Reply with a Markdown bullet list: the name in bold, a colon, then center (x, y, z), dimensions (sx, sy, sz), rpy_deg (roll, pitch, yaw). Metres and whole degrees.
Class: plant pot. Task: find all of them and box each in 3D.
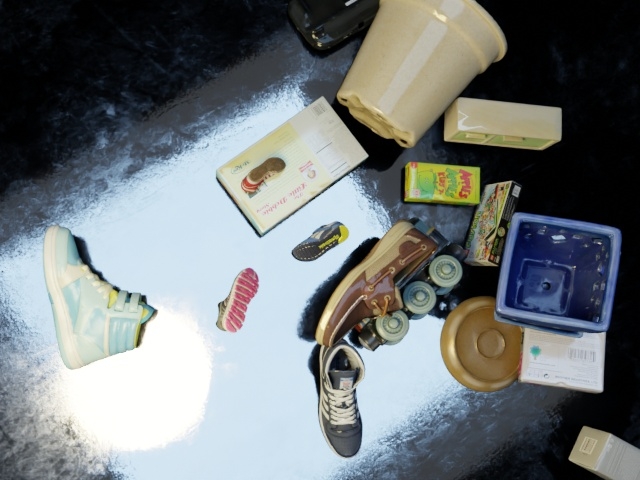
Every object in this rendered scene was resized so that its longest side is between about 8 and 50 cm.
- **plant pot**: center (0.519, 0.091, 1.502), dimensions (0.236, 0.212, 0.236), rpy_deg (11, 74, 11)
- **plant pot**: center (0.211, -0.401, 1.561), dimensions (0.334, 0.334, 0.305), rpy_deg (33, 90, -4)
- **plant pot**: center (0.412, 0.254, 1.634), dimensions (0.236, 0.032, 0.236), rpy_deg (1, 82, -9)

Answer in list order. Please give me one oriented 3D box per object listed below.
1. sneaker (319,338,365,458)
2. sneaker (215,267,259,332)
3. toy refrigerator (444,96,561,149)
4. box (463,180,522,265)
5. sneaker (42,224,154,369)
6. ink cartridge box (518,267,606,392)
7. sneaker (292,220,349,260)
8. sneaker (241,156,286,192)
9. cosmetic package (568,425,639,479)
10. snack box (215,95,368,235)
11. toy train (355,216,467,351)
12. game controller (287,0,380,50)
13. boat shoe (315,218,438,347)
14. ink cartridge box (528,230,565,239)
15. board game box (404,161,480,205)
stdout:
- **sneaker**: center (0.051, 0.359, 1.502), dimensions (0.099, 0.153, 0.282), rpy_deg (-5, 84, -9)
- **sneaker**: center (-0.198, 0.139, 1.538), dimensions (0.063, 0.075, 0.170), rpy_deg (35, 56, -29)
- **toy refrigerator**: center (0.456, -0.287, 1.673), dimensions (0.270, 0.102, 0.094), rpy_deg (5, 82, -9)
- **box**: center (0.416, -0.039, 1.628), dimensions (0.036, 0.114, 0.207), rpy_deg (23, 79, -21)
- **sneaker**: center (-0.483, 0.110, 1.468), dimensions (0.208, 0.127, 0.319), rpy_deg (-11, 94, -8)
- **ink cartridge box**: center (0.585, 0.198, 1.602), dimensions (0.186, 0.065, 0.311), rpy_deg (7, 76, 9)
- **sneaker**: center (0.000, 0.000, 1.595), dimensions (0.144, 0.059, 0.053), rpy_deg (-26, 119, 4)
- **sneaker**: center (-0.135, -0.150, 1.538), dimensions (0.118, 0.067, 0.042), rpy_deg (-32, 85, -40)
- **cosmetic package**: center (0.744, 0.550, 1.602), dimensions (0.238, 0.127, 0.107), rpy_deg (31, 79, -2)
- **snack box**: center (-0.067, -0.179, 1.598), dimensions (0.322, 0.060, 0.187), rpy_deg (-36, 88, -11)
- **toy train**: center (0.188, 0.103, 1.573), dimensions (0.334, 0.142, 0.190), rpy_deg (-44, 78, -8)
- **game controller**: center (0.076, -0.611, 1.684), dimensions (0.319, 0.067, 0.166), rpy_deg (-34, 75, -12)
- **boat shoe**: center (0.128, 0.110, 1.451), dimensions (0.123, 0.123, 0.342), rpy_deg (35, 72, 22)
- **ink cartridge box**: center (0.618, 0.079, 1.690), dimensions (0.232, 0.066, 0.189), rpy_deg (19, 80, 15)
- **board game box**: center (0.304, -0.141, 1.660), dimensions (0.181, 0.043, 0.092), rpy_deg (4, 82, -8)
